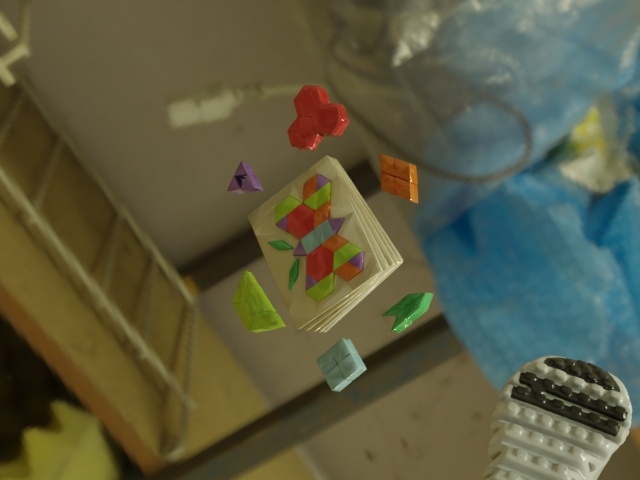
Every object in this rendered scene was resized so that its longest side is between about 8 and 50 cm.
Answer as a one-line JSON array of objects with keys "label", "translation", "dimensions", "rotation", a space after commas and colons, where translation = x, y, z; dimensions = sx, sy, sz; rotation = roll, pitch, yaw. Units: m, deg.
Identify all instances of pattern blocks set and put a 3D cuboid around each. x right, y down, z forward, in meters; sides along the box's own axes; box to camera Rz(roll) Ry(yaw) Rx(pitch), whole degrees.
[{"label": "pattern blocks set", "translation": [0.000, 0.000, 1.742], "dimensions": [0.325, 0.285, 0.026], "rotation": [49, 18, 31]}]

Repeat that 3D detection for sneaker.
[{"label": "sneaker", "translation": [0.172, 0.202, 1.196], "dimensions": [0.110, 0.118, 0.292], "rotation": [23, 39, 13]}]
